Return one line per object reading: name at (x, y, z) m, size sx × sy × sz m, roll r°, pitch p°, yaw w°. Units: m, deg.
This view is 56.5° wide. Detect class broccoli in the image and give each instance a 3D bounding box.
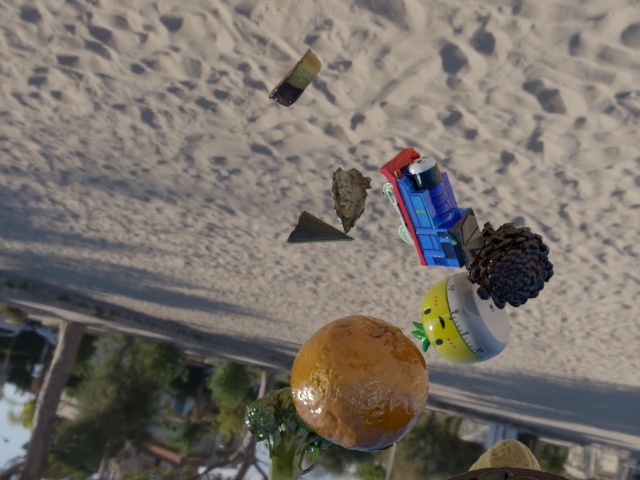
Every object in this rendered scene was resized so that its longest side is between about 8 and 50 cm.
broccoli at (-0.077, 0.504, 1.569) m, size 0.186 × 0.254 × 0.302 m, roll -32°, pitch -174°, yaw 20°

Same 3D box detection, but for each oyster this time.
oyster at (0.047, -0.079, 1.091) m, size 0.086 × 0.132 × 0.029 m, roll 28°, pitch 151°, yaw 7°

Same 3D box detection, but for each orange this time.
orange at (0.102, 0.339, 1.465) m, size 0.341 × 0.293 × 0.340 m, roll 21°, pitch -165°, yaw -6°

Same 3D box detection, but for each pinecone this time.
pinecone at (0.473, 0.049, 1.518) m, size 0.222 × 0.221 × 0.221 m, roll 12°, pitch 166°, yaw 3°

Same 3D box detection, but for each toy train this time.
toy train at (0.190, -0.055, 1.030) m, size 0.131 × 0.083 × 0.203 m, roll 5°, pitch 128°, yaw 49°

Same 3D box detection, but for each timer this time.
timer at (0.383, 0.243, 1.739) m, size 0.286 × 0.285 × 0.285 m, roll 12°, pitch 166°, yaw 3°

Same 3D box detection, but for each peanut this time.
peanut at (0.407, 0.627, 1.376) m, size 0.174 × 0.339 × 0.158 m, roll 6°, pitch 143°, yaw 27°

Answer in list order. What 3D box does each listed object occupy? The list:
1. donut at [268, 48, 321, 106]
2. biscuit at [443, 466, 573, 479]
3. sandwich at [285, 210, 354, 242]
donut at (-0.069, -0.462, 1.718) m, size 0.073 × 0.184 × 0.166 m, roll 39°, pitch -165°, yaw -12°
biscuit at (0.348, 0.543, 1.124) m, size 0.408 × 0.091 × 0.407 m, roll -8°, pitch -177°, yaw 0°
sandwich at (0.000, 0.000, 1.208) m, size 0.117 × 0.074 × 0.074 m, roll 29°, pitch -179°, yaw 9°
